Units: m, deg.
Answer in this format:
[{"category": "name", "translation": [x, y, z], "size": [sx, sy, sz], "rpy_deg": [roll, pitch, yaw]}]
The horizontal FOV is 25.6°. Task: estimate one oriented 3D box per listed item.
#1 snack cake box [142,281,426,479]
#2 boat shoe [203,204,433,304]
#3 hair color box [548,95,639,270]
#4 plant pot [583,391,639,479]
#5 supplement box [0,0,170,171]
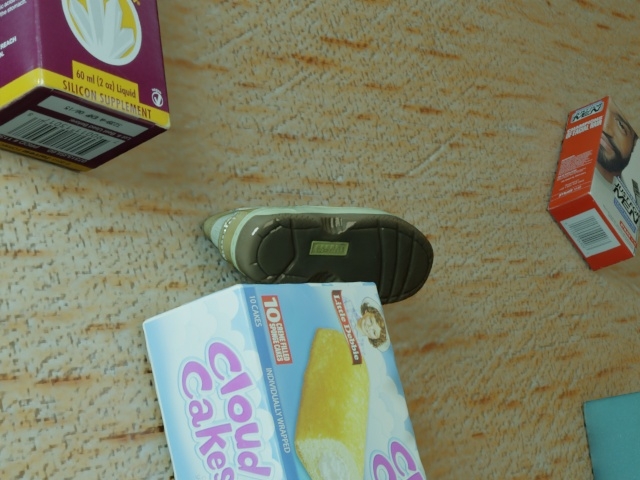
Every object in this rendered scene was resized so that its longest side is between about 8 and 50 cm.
[{"category": "snack cake box", "translation": [-0.006, 0.163, 0.885], "size": [0.152, 0.089, 0.264], "rpy_deg": [0, 72, -53]}, {"category": "boat shoe", "translation": [0.000, 0.000, 0.997], "size": [0.190, 0.072, 0.068], "rpy_deg": [14, 97, -45]}, {"category": "hair color box", "translation": [0.290, -0.061, 1.448], "size": [0.093, 0.053, 0.167], "rpy_deg": [49, 37, -25]}, {"category": "plant pot", "translation": [0.391, 0.210, 1.279], "size": [0.165, 0.234, 0.166], "rpy_deg": [21, 56, -47]}, {"category": "supplement box", "translation": [-0.161, -0.149, 0.848], "size": [0.104, 0.080, 0.188], "rpy_deg": [16, 59, -49]}]
